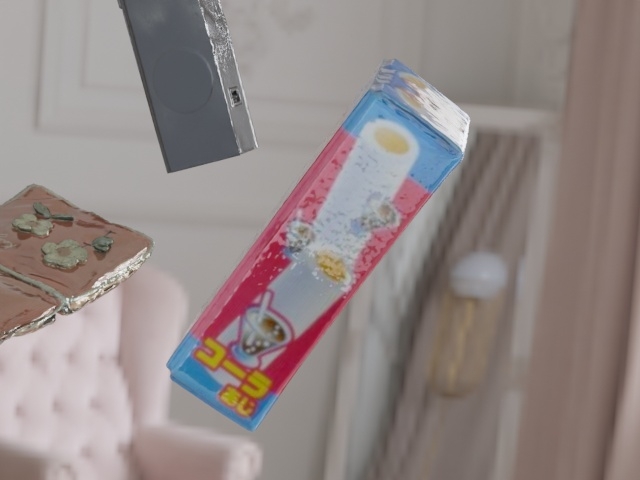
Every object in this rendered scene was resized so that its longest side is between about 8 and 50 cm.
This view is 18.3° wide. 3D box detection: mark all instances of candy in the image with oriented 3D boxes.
[{"bbox_3d":[0.001,0.001,1.679,0.100,0.306,0.157,35,15,-2],"label":"candy"}]

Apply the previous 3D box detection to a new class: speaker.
[{"bbox_3d":[-0.125,-0.175,1.767,0.082,0.218,0.044,-12,6,24],"label":"speaker"}]

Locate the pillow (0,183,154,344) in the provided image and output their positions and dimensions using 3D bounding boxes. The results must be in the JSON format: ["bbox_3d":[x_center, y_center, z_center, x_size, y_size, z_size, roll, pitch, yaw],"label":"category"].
[{"bbox_3d":[-0.227,0.026,1.410,0.126,0.043,0.232,20,28,25],"label":"pillow"}]
